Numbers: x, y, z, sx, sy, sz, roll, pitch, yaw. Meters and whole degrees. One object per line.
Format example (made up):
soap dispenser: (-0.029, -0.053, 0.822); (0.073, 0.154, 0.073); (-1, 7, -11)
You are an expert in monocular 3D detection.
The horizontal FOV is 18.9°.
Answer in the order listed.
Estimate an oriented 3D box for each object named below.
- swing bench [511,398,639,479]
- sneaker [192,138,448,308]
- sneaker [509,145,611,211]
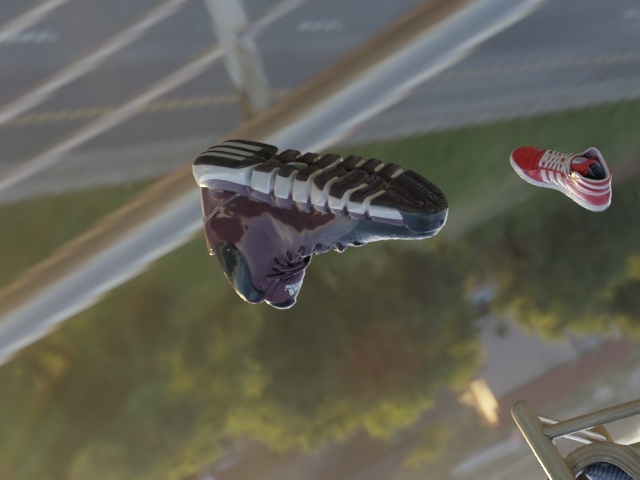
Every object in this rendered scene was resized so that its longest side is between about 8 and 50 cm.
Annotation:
swing bench: (0.307, 0.254, 1.681); (0.165, 0.255, 0.253); (-19, 162, 21)
sneaker: (0.000, 0.000, 1.936); (0.281, 0.163, 0.106); (14, -155, 30)
sneaker: (0.257, -0.080, 2.036); (0.042, 0.118, 0.067); (-56, 163, -24)
